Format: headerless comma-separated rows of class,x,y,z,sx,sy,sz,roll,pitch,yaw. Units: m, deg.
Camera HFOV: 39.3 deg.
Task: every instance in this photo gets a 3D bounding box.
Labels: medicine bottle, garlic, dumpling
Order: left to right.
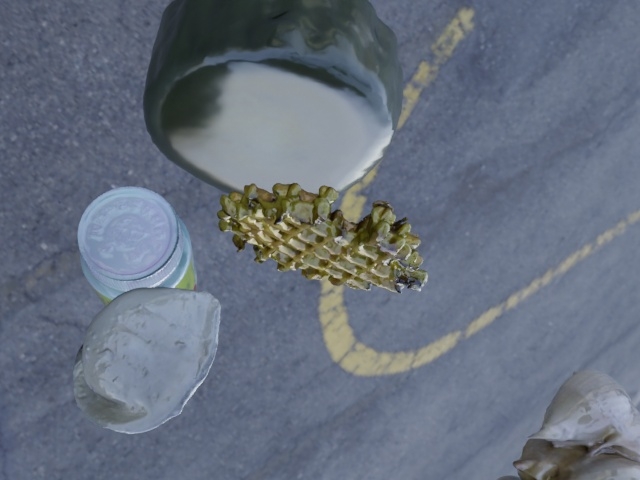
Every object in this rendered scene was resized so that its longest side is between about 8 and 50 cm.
medicine bottle,-0.234,0.025,1.162,0.139,0.139,0.225,-42,169,-16
dumpling,-0.188,0.130,0.982,0.176,0.150,0.092,-16,164,-12
garlic,0.284,0.298,1.002,0.281,0.185,0.203,-55,142,6

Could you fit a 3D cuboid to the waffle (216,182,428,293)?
waffle,0.000,0.000,1.031,0.228,0.232,0.051,44,53,-55

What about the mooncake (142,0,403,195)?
mooncake,-0.062,-0.213,1.253,0.356,0.356,0.194,66,26,-57
